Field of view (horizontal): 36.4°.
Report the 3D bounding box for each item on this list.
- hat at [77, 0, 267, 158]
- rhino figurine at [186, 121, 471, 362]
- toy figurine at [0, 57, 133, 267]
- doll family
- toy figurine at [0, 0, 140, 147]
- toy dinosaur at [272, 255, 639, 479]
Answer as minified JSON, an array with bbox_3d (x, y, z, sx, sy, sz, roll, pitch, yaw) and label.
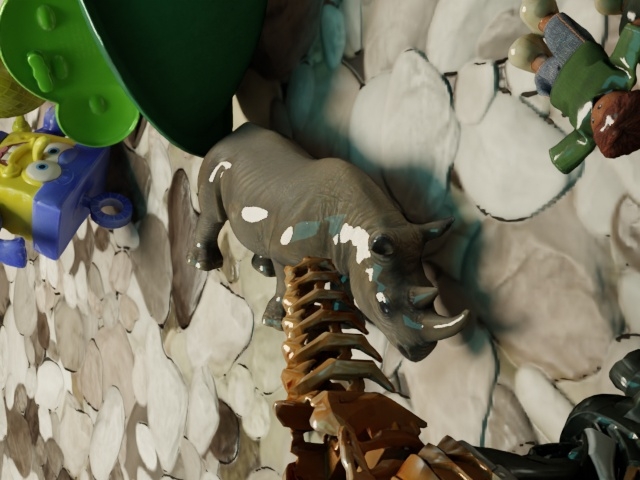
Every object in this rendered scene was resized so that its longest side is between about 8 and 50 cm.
[{"bbox_3d":[-0.037,-0.177,0.608,0.184,0.208,0.173,-21,30,19],"label":"hat"},{"bbox_3d":[0.000,0.000,0.572,0.243,0.073,0.106,29,119,49],"label":"rhino figurine"},{"bbox_3d":[-0.266,-0.048,0.907,0.362,0.217,0.191,-67,-13,-51],"label":"toy figurine"},{"bbox_3d":[0.143,-0.109,0.354,0.111,0.076,0.193,-110,29,-54],"label":"doll family"},{"bbox_3d":[-0.213,-0.195,0.856,0.159,0.130,0.173,-114,13,-48],"label":"toy figurine"},{"bbox_3d":[0.076,0.118,0.345,0.164,0.218,0.322,-45,57,48],"label":"toy dinosaur"}]
